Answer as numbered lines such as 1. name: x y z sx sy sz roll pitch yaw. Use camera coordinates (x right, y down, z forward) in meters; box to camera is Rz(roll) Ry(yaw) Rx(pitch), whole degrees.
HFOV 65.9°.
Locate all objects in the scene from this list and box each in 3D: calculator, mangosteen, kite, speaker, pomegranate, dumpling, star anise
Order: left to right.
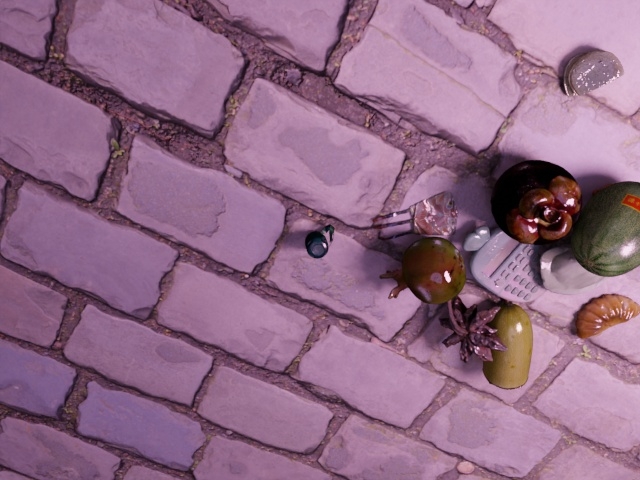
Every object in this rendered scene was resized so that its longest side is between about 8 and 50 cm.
1. speaker: 0.004 0.003 1.318 0.094 0.075 0.060 -29 111 4
2. kite: 0.255 -0.048 1.319 0.229 0.016 0.127 -15 110 8
3. pomegranate: 0.269 0.088 1.303 0.224 0.182 0.182 -25 112 29
4. star anise: 0.405 0.236 1.366 0.231 0.089 0.209 46 122 23
5. calculator: 0.507 0.058 1.336 0.295 0.042 0.184 35 103 -16
6. mangosteen: 0.517 -0.080 1.168 0.211 0.250 0.212 2 111 6
7. dumpling: 0.678 0.064 1.313 0.219 0.108 0.153 14 140 -6

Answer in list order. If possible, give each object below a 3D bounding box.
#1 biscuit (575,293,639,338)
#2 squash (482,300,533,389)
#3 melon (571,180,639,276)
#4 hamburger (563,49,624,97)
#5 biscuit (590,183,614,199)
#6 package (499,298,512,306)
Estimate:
1. biscuit: 0.811 0.216 1.397 0.183 0.061 0.118 -28 109 14
2. squash: 0.530 0.286 1.393 0.132 0.133 0.247 -5 118 4
3. melon: 0.717 -0.037 1.180 0.182 0.182 0.288 49 66 -18
4. hamburger: 0.616 -0.390 1.131 0.121 0.054 0.084 -27 113 21
5. biscuit: 0.733 -0.106 1.276 0.078 0.015 0.091 35 111 -12
6. package: 0.538 0.167 1.408 0.037 0.015 0.111 13 116 -10
